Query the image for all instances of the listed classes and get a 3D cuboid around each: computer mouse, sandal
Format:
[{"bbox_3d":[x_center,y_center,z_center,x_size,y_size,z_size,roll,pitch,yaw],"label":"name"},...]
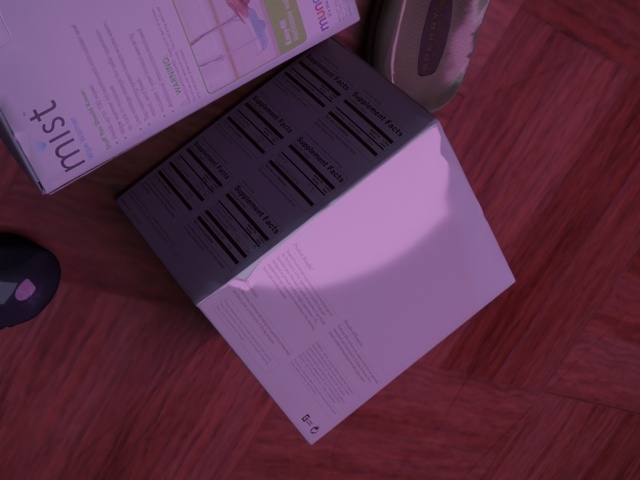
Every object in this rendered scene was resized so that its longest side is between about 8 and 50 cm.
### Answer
[{"bbox_3d":[-0.290,0.051,0.835,0.242,0.041,0.071,-16,130,-24],"label":"computer mouse"},{"bbox_3d":[0.107,-0.218,0.879,0.120,0.086,0.302,-15,129,-26],"label":"sandal"}]

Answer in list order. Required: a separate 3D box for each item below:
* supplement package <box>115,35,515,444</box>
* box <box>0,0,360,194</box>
[{"bbox_3d":[0.000,0.000,0.921,0.203,0.149,0.194,-38,135,-5],"label":"supplement package"},{"bbox_3d":[-0.127,-0.197,0.704,0.231,0.127,0.262,-31,135,-11],"label":"box"}]
